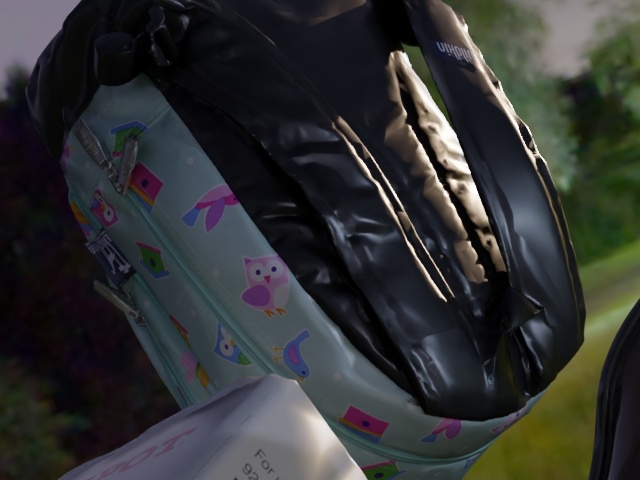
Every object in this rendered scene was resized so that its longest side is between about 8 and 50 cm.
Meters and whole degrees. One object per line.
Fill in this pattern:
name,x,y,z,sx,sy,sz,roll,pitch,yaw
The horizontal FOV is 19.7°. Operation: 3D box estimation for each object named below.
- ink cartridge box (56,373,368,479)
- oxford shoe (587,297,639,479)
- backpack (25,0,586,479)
ink cartridge box,-0.080,0.135,0.382,0.154,0.093,0.212,-29,11,36
oxford shoe,0.179,0.107,0.886,0.083,0.227,0.096,28,-17,-27
backpack,0.000,0.000,0.606,0.152,0.182,0.115,-19,-21,-41
